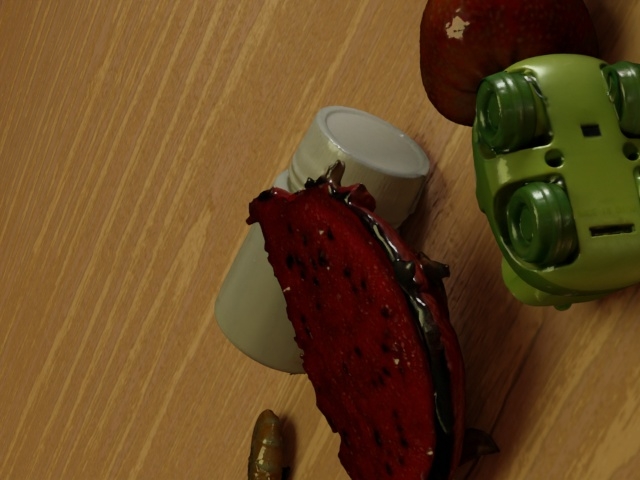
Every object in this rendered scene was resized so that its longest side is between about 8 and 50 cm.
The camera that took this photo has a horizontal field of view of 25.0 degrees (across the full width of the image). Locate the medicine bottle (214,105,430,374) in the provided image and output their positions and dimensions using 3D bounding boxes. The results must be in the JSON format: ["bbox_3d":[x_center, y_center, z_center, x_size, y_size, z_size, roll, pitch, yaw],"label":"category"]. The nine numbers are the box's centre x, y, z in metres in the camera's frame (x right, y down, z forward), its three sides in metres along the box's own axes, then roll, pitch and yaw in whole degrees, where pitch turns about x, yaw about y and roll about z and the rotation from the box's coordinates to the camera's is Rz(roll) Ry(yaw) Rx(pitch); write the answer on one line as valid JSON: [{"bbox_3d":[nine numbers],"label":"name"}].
[{"bbox_3d":[0.000,0.000,1.446,0.252,0.144,0.144,-64,31,29],"label":"medicine bottle"}]

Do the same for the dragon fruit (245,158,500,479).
[{"bbox_3d":[0.067,0.093,1.273,0.282,0.100,0.343,-13,95,68],"label":"dragon fruit"}]

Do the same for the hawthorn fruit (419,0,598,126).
[{"bbox_3d":[0.157,-0.190,1.239,0.162,0.162,0.203,-49,25,41],"label":"hawthorn fruit"}]

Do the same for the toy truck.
[{"bbox_3d":[0.188,-0.029,1.128,0.210,0.148,0.187,106,152,-51],"label":"toy truck"}]

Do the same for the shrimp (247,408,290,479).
[{"bbox_3d":[-0.071,0.265,1.572,0.095,0.045,0.162,-5,77,61],"label":"shrimp"}]
